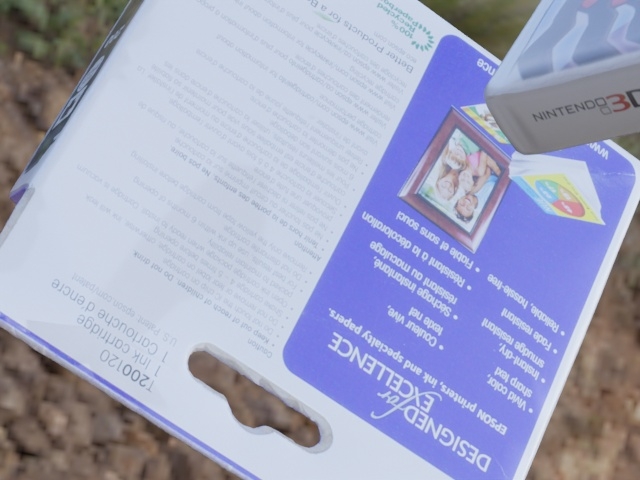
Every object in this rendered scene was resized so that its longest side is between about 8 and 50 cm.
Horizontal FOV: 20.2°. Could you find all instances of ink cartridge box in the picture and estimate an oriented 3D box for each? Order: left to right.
[{"bbox_3d":[0.000,0.000,0.647,0.206,0.208,0.045,35,-32,-12],"label":"ink cartridge box"}]

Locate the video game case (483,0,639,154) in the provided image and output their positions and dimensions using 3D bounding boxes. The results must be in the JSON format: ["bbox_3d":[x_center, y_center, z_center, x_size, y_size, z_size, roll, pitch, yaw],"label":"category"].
[{"bbox_3d":[0.147,-0.104,0.388,0.183,0.201,0.023,-11,-55,43],"label":"video game case"}]
